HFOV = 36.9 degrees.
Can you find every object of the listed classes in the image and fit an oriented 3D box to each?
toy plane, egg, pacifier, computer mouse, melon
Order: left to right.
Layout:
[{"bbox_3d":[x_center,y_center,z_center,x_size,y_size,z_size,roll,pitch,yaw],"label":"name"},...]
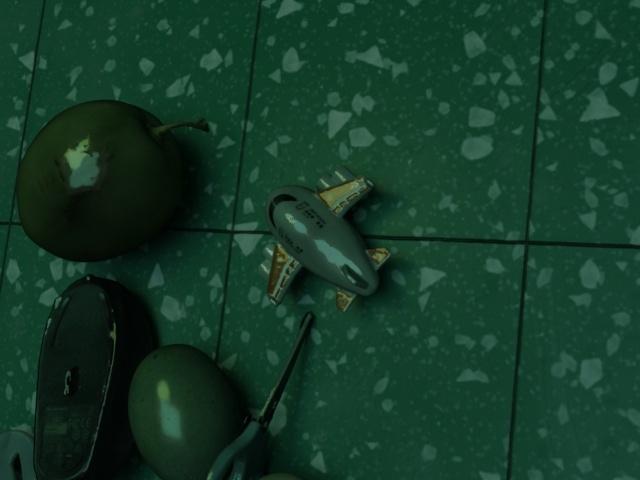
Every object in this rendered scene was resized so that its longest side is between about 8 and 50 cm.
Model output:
[{"bbox_3d":[-0.609,0.445,1.618,0.299,0.233,0.244,-43,38,13],"label":"pacifier"},{"bbox_3d":[-0.383,0.247,1.618,0.203,0.114,0.373,-6,70,28],"label":"computer mouse"},{"bbox_3d":[-0.364,-0.096,1.596,0.272,0.272,0.308,46,124,26],"label":"melon"},{"bbox_3d":[-0.209,0.275,1.493,0.169,0.169,0.236,-28,75,19],"label":"egg"},{"bbox_3d":[0.000,0.000,1.473,0.245,0.117,0.244,-5,80,26],"label":"toy plane"}]

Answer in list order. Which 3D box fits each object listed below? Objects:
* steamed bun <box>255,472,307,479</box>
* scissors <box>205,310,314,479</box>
[{"bbox_3d":[-0.036,0.451,1.385,0.131,0.177,0.228,1,61,-15],"label":"steamed bun"},{"bbox_3d":[-0.086,0.267,1.464,0.029,0.191,0.360,14,70,23],"label":"scissors"}]
